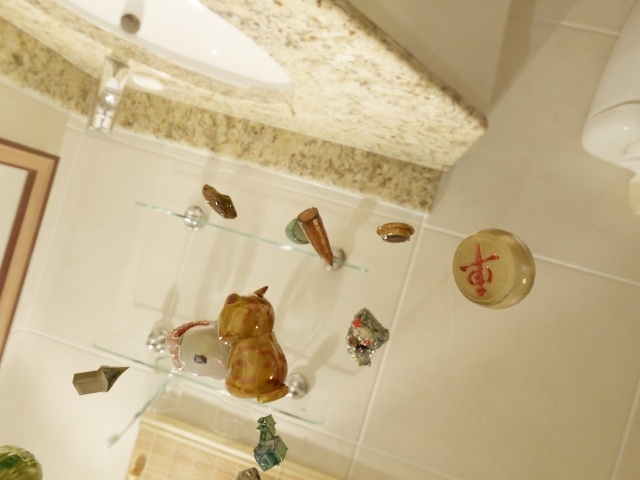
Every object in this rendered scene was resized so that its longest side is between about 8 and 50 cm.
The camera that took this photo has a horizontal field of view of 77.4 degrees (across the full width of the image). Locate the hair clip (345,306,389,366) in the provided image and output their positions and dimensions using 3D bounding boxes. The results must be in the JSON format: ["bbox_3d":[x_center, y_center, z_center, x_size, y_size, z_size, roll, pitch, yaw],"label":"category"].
[{"bbox_3d":[0.129,0.337,1.315,0.138,0.091,0.321,47,153,24],"label":"hair clip"}]

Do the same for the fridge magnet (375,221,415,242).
[{"bbox_3d":[0.278,-0.029,1.482,0.143,0.062,0.143,3,163,1],"label":"fridge magnet"}]

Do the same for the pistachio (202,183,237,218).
[{"bbox_3d":[-0.376,-0.138,1.497,0.173,0.090,0.049,48,-155,-27],"label":"pistachio"}]

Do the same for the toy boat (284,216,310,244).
[{"bbox_3d":[-0.075,-0.048,1.799,0.208,0.134,0.079,-16,-171,-40],"label":"toy boat"}]

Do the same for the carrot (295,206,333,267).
[{"bbox_3d":[0.000,0.000,1.230,0.072,0.072,0.204,16,138,57],"label":"carrot"}]

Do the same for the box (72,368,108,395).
[{"bbox_3d":[-0.709,0.437,1.227,0.084,0.079,0.035,-4,-138,-14],"label":"box"}]

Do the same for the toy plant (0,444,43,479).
[{"bbox_3d":[-0.545,0.547,0.731,0.316,0.224,0.184,41,173,10],"label":"toy plant"}]

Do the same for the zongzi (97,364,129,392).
[{"bbox_3d":[-0.763,0.515,1.487,0.114,0.103,0.052,0,-162,-7],"label":"zongzi"}]

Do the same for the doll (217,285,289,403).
[{"bbox_3d":[-0.174,0.266,1.010,0.162,0.269,0.167,-25,170,23],"label":"doll"}]

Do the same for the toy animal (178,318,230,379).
[{"bbox_3d":[-0.360,0.384,1.413,0.267,0.212,0.213,-19,-157,-37],"label":"toy animal"}]

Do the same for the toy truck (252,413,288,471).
[{"bbox_3d":[-0.138,0.567,1.148,0.082,0.067,0.175,-26,-166,5],"label":"toy truck"}]

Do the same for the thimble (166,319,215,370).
[{"bbox_3d":[-0.546,0.457,1.754,0.240,0.162,0.239,-11,-172,1],"label":"thimble"}]

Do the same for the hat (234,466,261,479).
[{"bbox_3d":[-0.137,0.590,0.873,0.175,0.085,0.147,50,163,49],"label":"hat"}]

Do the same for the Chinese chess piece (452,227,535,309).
[{"bbox_3d":[0.522,0.087,1.223,0.097,0.250,0.251,-1,-171,-30],"label":"Chinese chess piece"}]
